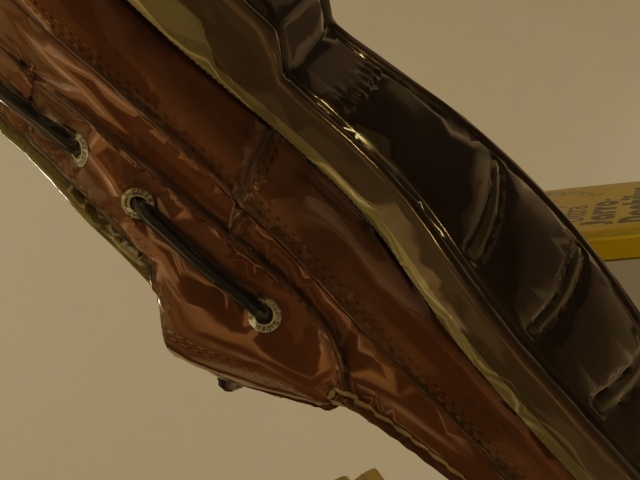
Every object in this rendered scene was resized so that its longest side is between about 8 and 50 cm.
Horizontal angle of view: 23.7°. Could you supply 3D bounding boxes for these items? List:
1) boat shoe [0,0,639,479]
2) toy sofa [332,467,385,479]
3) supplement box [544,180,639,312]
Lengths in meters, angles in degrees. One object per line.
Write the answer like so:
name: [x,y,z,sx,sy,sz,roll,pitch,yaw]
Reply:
boat shoe: [0.000,0.000,0.501,0.307,0.111,0.104,48,-66,3]
toy sofa: [-0.058,0.355,1.300,0.363,0.177,0.150,-35,-105,3]
supplement box: [0.283,0.061,1.175,0.357,0.195,0.194,-5,-78,15]
